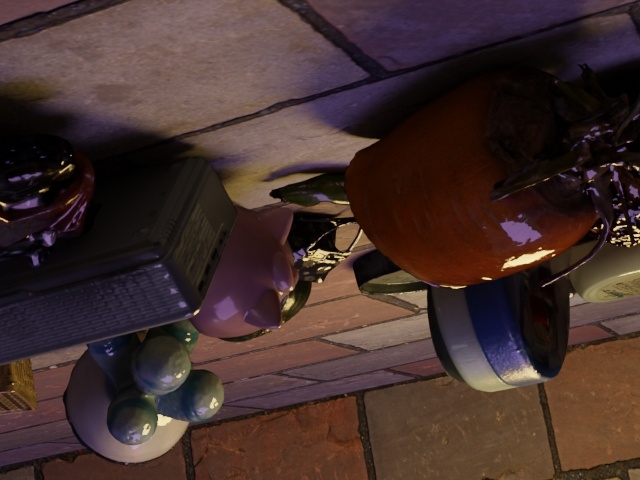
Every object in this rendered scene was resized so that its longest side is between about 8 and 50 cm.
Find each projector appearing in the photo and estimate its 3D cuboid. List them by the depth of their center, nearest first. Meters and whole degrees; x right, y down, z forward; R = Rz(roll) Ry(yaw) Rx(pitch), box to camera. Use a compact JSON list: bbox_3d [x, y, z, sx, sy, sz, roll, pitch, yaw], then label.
[{"bbox_3d":[-0.231,0.014,1.367,0.257,0.099,0.192,-15,-151,21],"label":"projector"}]

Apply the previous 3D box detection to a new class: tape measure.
[{"bbox_3d":[0.249,0.079,1.852,0.138,0.262,0.259,-7,167,29],"label":"tape measure"}]

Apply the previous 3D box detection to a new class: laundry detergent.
[{"bbox_3d":[0.504,0.039,2.153,0.215,0.105,0.280,2,161,-46],"label":"laundry detergent"}]

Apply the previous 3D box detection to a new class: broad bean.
[{"bbox_3d":[0.040,-0.056,1.559,0.195,0.046,0.061,2,175,-25],"label":"broad bean"}]

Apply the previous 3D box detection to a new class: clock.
[{"bbox_3d":[0.158,0.041,2.057,0.215,0.042,0.215,-9,166,-2],"label":"clock"}]

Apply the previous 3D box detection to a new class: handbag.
[{"bbox_3d":[0.000,0.000,1.716,0.115,0.072,0.139,9,154,-44],"label":"handbag"}]

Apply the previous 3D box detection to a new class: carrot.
[{"bbox_3d":[0.176,-0.060,1.299,0.193,0.214,0.331,0,160,-35],"label":"carrot"}]

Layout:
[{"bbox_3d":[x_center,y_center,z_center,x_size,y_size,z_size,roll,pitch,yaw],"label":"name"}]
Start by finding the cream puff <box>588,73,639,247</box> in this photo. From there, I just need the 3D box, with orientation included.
[{"bbox_3d":[0.360,-0.084,1.410,0.239,0.164,0.239,-11,164,-3],"label":"cream puff"}]

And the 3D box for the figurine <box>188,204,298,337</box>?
[{"bbox_3d":[-0.156,0.028,1.534,0.287,0.176,0.186,-6,173,18],"label":"figurine"}]

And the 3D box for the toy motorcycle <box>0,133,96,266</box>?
[{"bbox_3d":[-0.361,-0.016,1.263,0.401,0.134,0.207,-20,167,25],"label":"toy motorcycle"}]

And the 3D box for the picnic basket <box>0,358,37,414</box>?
[{"bbox_3d":[-0.563,0.175,1.822,0.313,0.175,0.228,-8,167,-7],"label":"picnic basket"}]

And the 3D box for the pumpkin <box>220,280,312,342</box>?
[{"bbox_3d":[-0.093,0.069,1.816,0.167,0.125,0.167,-32,179,0],"label":"pumpkin"}]

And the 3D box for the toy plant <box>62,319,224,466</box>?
[{"bbox_3d":[-0.283,0.224,2.143,0.247,0.247,0.332,-5,162,-20],"label":"toy plant"}]
